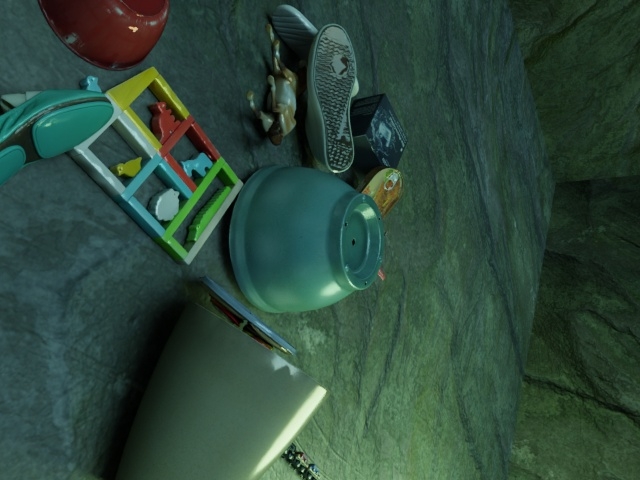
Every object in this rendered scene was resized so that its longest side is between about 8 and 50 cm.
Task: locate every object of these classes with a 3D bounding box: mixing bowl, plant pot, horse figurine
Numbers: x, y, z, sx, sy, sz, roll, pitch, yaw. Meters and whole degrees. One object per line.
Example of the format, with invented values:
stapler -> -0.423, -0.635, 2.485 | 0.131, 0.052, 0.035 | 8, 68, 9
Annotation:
mixing bowl -> -0.280, -0.342, 0.684 | 0.181, 0.098, 0.182 | 6, 82, -53
plant pot -> 0.000, 0.000, 0.930 | 0.293, 0.196, 0.294 | -6, 97, -58
horse figurine -> -0.079, -0.282, 0.957 | 0.174, 0.066, 0.264 | 64, 29, -60
plant pot -> -0.164, 0.270, 0.711 | 0.274, 0.256, 0.256 | -57, 132, -17

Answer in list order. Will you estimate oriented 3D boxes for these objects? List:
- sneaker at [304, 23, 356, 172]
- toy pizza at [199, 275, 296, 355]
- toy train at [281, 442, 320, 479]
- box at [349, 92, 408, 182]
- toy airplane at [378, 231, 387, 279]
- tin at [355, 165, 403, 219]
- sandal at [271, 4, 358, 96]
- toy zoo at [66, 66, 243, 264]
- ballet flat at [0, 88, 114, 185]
sneaker -> 0.003, -0.294, 1.035 | 0.105, 0.123, 0.291 | -9, 110, -26
toy pizza -> -0.122, 0.129, 0.797 | 0.032, 0.201, 0.201 | -51, 131, -10
toy train -> -0.044, 0.453, 1.011 | 0.158, 0.027, 0.036 | 59, 35, -32
box -> 0.132, -0.251, 1.230 | 0.156, 0.093, 0.158 | 52, 51, -38
toy airplane -> 0.133, 0.023, 1.268 | 0.151, 0.028, 0.151 | 11, 75, -49
tin -> 0.121, -0.094, 1.181 | 0.190, 0.040, 0.106 | -51, 132, 1
sandal -> 0.005, -0.416, 1.063 | 0.265, 0.101, 0.076 | 42, 59, -41
toy zoo -> -0.253, -0.127, 0.761 | 0.293, 0.030, 0.192 | 56, 47, -36
ballet flat -> -0.360, -0.126, 0.573 | 0.087, 0.083, 0.247 | 38, 53, 2
